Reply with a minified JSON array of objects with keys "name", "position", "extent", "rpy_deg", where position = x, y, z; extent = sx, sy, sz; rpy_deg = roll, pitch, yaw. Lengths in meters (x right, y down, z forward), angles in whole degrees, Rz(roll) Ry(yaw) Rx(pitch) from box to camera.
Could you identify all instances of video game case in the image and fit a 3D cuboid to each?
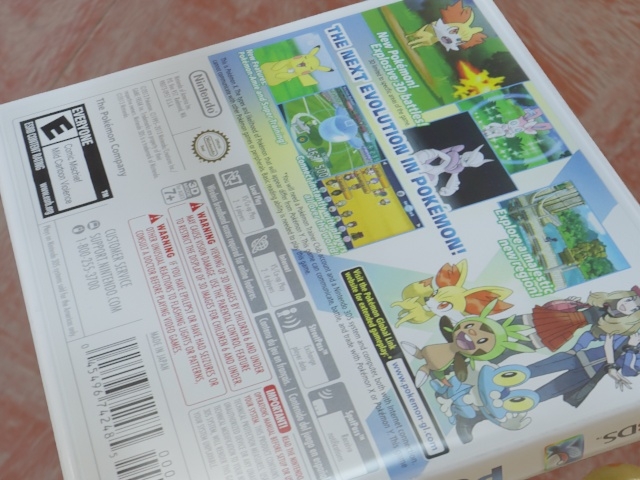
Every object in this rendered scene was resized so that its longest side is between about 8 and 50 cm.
[{"name":"video game case","position":[0.000,0.000,0.695],"extent":[0.299,0.329,0.036],"rpy_deg":[-17,136,-8]}]

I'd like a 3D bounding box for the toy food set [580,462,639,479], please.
[{"name":"toy food set","position":[0.181,0.159,0.772],"extent":[0.192,0.039,0.132],"rpy_deg":[-10,147,7]}]
